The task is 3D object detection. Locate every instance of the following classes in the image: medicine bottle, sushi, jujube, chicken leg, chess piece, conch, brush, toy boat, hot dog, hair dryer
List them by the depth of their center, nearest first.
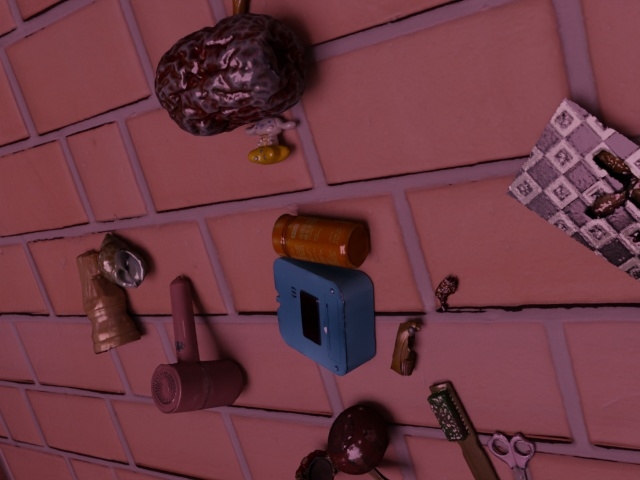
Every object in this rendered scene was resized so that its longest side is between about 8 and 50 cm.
[{"bbox_3d":[0.461,-0.077,1.099,0.280,0.043,0.192,38,129,18],"label":"sushi"},{"bbox_3d":[-0.175,-0.321,1.361,0.317,0.226,0.225,-7,106,42],"label":"jujube"},{"bbox_3d":[0.244,0.103,1.366,0.036,0.021,0.083,27,126,14],"label":"chicken leg"},{"bbox_3d":[-0.159,-0.506,1.385,0.044,0.028,0.137,39,132,51],"label":"hot dog"},{"bbox_3d":[0.181,0.222,1.455,0.049,0.047,0.149,16,123,16],"label":"toy boat"},{"bbox_3d":[0.000,0.000,1.456,0.192,0.096,0.096,9,116,35],"label":"medicine bottle"},{"bbox_3d":[0.305,0.428,1.460,0.054,0.048,0.282,-22,98,42],"label":"brush"},{"bbox_3d":[-0.327,0.261,1.804,0.125,0.210,0.352,-20,73,40],"label":"hair dryer"},{"bbox_3d":[-0.544,0.064,1.908,0.173,0.106,0.116,16,113,15],"label":"conch"},{"bbox_3d":[-0.633,0.172,2.026,0.137,0.137,0.300,-23,85,42],"label":"chess piece"}]

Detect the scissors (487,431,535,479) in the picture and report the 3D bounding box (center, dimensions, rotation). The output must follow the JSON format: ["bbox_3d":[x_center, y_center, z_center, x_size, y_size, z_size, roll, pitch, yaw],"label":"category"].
[{"bbox_3d":[0.407,0.475,1.420,0.100,0.015,0.188,-11,104,38],"label":"scissors"}]

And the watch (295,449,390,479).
[{"bbox_3d":[0.048,0.568,1.622,0.268,0.165,0.102,3,115,66],"label":"watch"}]

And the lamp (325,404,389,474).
[{"bbox_3d":[0.094,0.455,1.579,0.135,0.156,0.157,27,173,-24],"label":"lamp"}]

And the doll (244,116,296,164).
[{"bbox_3d":[-0.100,-0.217,1.462,0.135,0.072,0.113,-30,72,36],"label":"doll"}]

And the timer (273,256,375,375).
[{"bbox_3d":[0.001,0.157,1.563,0.250,0.091,0.231,20,123,43],"label":"timer"}]
